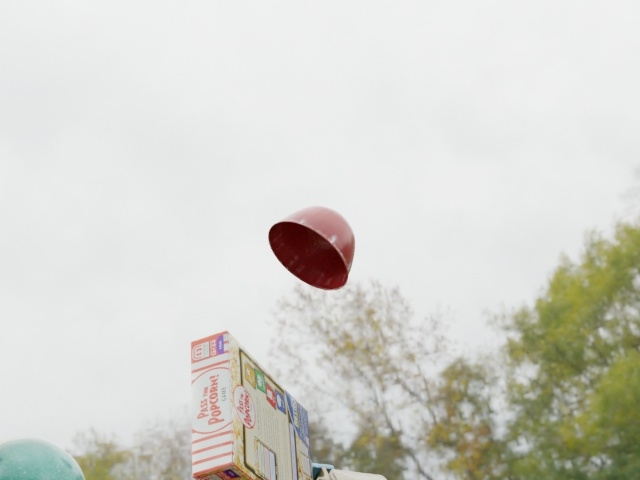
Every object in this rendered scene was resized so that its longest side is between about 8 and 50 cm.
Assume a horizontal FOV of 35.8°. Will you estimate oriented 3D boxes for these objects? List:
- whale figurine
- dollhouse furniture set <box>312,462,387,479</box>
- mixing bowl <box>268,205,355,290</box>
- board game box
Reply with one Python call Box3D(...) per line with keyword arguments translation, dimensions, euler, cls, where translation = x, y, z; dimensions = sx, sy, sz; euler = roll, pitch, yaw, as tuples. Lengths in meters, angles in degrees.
Box3D(translation=(-0.439, 0.410, 1.383), dimensions=(0.216, 0.272, 0.141), euler=(43, -20, -27), cls="whale figurine")
Box3D(translation=(0.018, 0.331, 1.183), dimensions=(0.128, 0.129, 0.184), euler=(14, -67, -30), cls="dollhouse furniture set")
Box3D(translation=(0.000, 0.000, 1.915), dimensions=(0.181, 0.098, 0.181), euler=(26, -34, 19), cls="mixing bowl")
Box3D(translation=(-0.064, 0.201, 0.998), dimensions=(0.045, 0.147, 0.193), euler=(-19, -41, 15), cls="board game box")
